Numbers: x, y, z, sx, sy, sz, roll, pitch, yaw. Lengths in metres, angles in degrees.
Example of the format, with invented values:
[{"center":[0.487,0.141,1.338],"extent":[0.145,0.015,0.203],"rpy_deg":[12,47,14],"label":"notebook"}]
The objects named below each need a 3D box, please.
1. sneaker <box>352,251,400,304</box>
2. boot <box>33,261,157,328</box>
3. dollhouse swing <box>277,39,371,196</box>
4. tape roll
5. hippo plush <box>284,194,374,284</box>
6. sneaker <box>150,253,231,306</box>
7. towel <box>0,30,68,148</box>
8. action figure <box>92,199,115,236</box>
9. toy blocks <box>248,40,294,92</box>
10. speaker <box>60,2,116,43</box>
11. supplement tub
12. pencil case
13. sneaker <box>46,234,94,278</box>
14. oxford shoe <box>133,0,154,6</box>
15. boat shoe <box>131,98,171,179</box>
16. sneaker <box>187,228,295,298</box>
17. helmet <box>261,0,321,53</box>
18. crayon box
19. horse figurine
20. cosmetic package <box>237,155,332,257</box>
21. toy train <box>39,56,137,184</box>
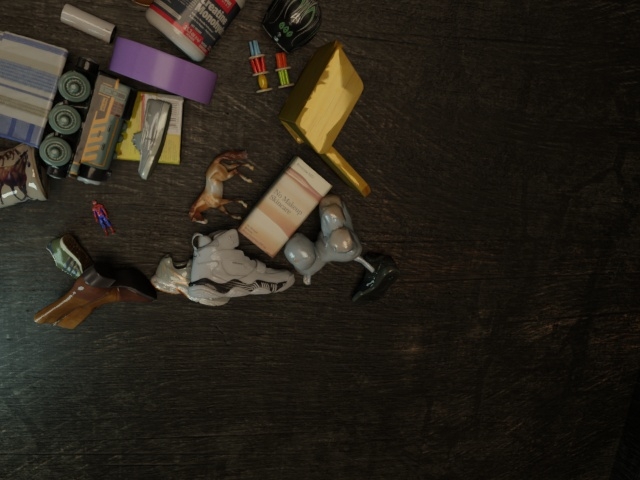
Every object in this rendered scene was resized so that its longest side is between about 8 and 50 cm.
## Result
[{"center":[0.184,0.128,1.821],"extent":[0.087,0.130,0.228],"rpy_deg":[14,131,-28],"label":"sneaker"},{"center":[-0.690,0.204,1.616],"extent":[0.280,0.096,0.264],"rpy_deg":[-39,151,15],"label":"boot"},{"center":[0.064,-0.350,1.514],"extent":[0.304,0.347,0.315],"rpy_deg":[28,97,-18],"label":"dollhouse swing"},{"center":[-0.424,-0.459,1.411],"extent":[0.274,0.275,0.090],"rpy_deg":[17,102,-17],"label":"tape roll"},{"center":[0.000,0.000,1.704],"extent":[0.236,0.235,0.294],"rpy_deg":[-23,152,12],"label":"hippo plush"},{"center":[-0.405,0.127,1.675],"extent":[0.262,0.099,0.121],"rpy_deg":[20,95,-18],"label":"sneaker"},{"center":[-0.812,-0.412,1.405],"extent":[0.209,0.034,0.285],"rpy_deg":[17,91,6],"label":"towel"},{"center":[-0.672,-0.070,1.593],"extent":[0.038,0.030,0.115],"rpy_deg":[-21,107,-1],"label":"action figure"},{"center":[-0.152,-0.535,1.570],"extent":[0.123,0.054,0.148],"rpy_deg":[-15,107,-8],"label":"toy blocks"},{"center":[-0.644,-0.602,1.438],"extent":[0.136,0.055,0.055],"rpy_deg":[20,100,-17],"label":"speaker"},{"center":[-0.330,-0.656,1.423],"extent":[0.191,0.191,0.272],"rpy_deg":[37,95,-19],"label":"supplement tub"},{"center":[-0.961,-0.169,1.429],"extent":[0.409,0.160,0.184],"rpy_deg":[-11,119,-9],"label":"pencil case"},{"center":[-0.767,0.071,1.597],"extent":[0.086,0.064,0.192],"rpy_deg":[-14,120,15],"label":"sneaker"},{"center":[-0.513,-0.701,1.431],"extent":[0.212,0.076,0.076],"rpy_deg":[8,101,-17],"label":"oxford shoe"},{"center":[-0.488,-0.290,1.468],"extent":[0.081,0.079,0.228],"rpy_deg":[17,95,-8],"label":"boat shoe"},{"center":[-0.246,0.068,1.657],"extent":[0.365,0.137,0.211],"rpy_deg":[-3,91,-32],"label":"sneaker"},{"center":[-0.075,-0.648,1.509],"extent":[0.161,0.169,0.169],"rpy_deg":[-40,111,18],"label":"helmet"},{"center":[-0.567,-0.340,1.514],"extent":[0.318,0.081,0.203],"rpy_deg":[4,104,-15],"label":"crayon box"},{"center":[-0.307,-0.170,1.630],"extent":[0.174,0.066,0.264],"rpy_deg":[11,105,-22],"label":"horse figurine"},{"center":[-0.115,-0.110,1.649],"extent":[0.153,0.129,0.296],"rpy_deg":[38,94,-11],"label":"cosmetic package"},{"center":[-0.626,-0.313,1.399],"extent":[0.190,0.142,0.334],"rpy_deg":[17,100,-26],"label":"toy train"}]
